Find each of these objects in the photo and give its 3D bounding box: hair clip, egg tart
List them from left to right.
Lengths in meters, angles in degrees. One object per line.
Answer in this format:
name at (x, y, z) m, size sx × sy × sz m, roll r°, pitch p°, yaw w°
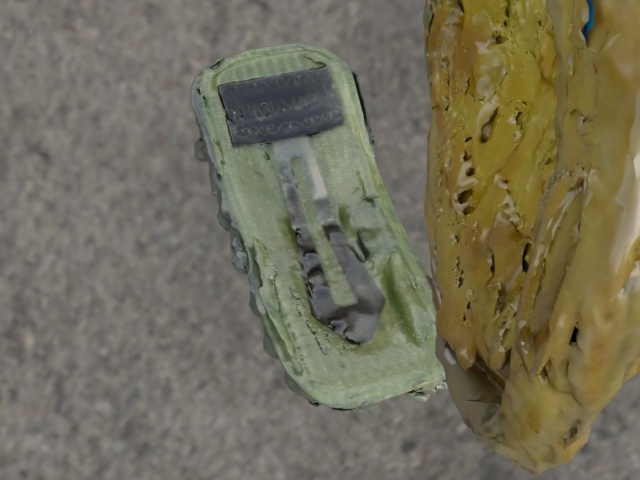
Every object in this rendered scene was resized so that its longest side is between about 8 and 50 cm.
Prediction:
hair clip at (0.000, 0.000, 1.195) m, size 0.138 × 0.091 × 0.321 m, roll -14°, pitch 51°, yaw -6°
egg tart at (0.100, -0.065, 0.588) m, size 0.107 × 0.291 × 0.290 m, roll 1°, pitch 70°, yaw -7°
